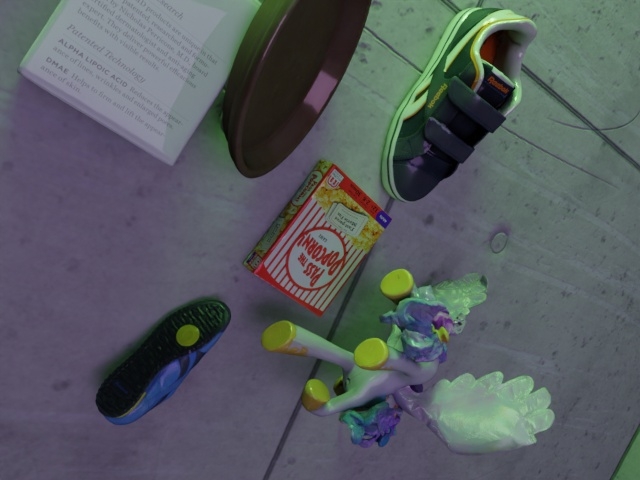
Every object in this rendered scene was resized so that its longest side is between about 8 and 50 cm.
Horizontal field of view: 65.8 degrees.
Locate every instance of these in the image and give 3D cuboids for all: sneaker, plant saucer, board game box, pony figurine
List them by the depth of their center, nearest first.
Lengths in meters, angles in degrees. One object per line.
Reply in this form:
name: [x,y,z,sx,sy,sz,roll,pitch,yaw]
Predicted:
plant saucer: [-0.026,-0.199,0.564,0.041,0.278,0.277,32,90,7]
sneaker: [-0.208,0.166,0.685,0.209,0.069,0.082,-44,157,-20]
board game box: [0.000,0.000,0.746,0.147,0.045,0.193,38,87,-34]
sneaker: [0.206,-0.198,0.747,0.126,0.127,0.321,18,99,-35]
pony figurine: [0.135,0.190,0.771,0.351,0.302,0.363,-26,141,11]

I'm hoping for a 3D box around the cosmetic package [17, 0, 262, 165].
cosmetic package: [-0.181,-0.201,0.502,0.151,0.151,0.183,32,89,-34]
